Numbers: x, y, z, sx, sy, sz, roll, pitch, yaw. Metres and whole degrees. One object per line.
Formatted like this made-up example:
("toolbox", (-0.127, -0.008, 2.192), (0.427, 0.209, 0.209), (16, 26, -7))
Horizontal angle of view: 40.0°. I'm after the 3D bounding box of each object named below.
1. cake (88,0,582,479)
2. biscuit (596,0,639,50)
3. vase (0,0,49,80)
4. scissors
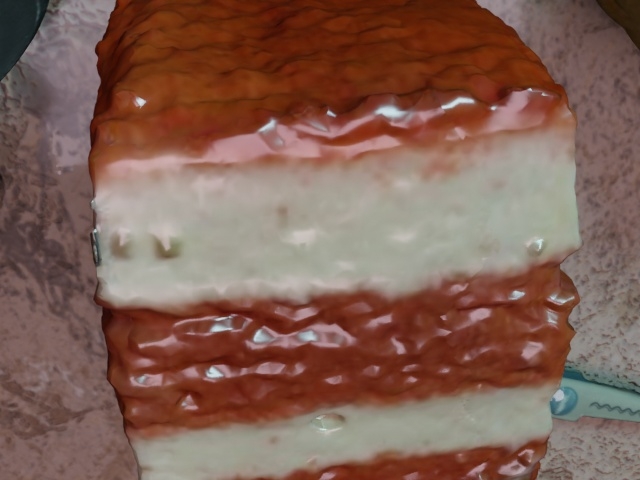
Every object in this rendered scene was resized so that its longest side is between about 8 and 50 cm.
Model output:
("cake", (0.000, 0.000, 0.581), (0.270, 0.270, 0.319), (-6, 127, -7))
("biscuit", (0.180, -0.215, 0.522), (0.047, 0.183, 0.319), (-45, 115, -22))
("vase", (-0.321, -0.207, 0.488), (0.173, 0.173, 0.321), (-44, 91, 12))
("scissors", (0.209, 0.137, 0.814), (0.289, 0.041, 0.138), (12, 104, -12))
